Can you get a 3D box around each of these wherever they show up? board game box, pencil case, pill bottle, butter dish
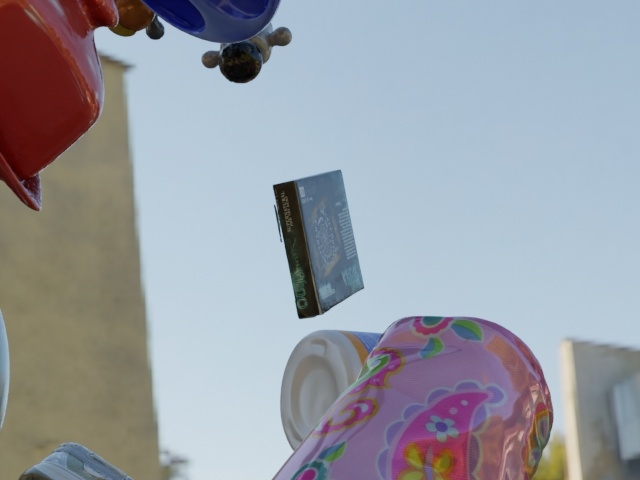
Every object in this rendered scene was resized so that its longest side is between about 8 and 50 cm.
[{"bbox_3d":[0.000,0.000,1.470,0.026,0.126,0.186,-10,3,15],"label":"board game box"},{"bbox_3d":[0.020,0.161,0.834,0.124,0.284,0.124,24,-39,21],"label":"pencil case"},{"bbox_3d":[0.104,0.182,1.731,0.272,0.152,0.152,6,-20,-34],"label":"pill bottle"},{"bbox_3d":[-0.181,-0.124,0.955,0.118,0.160,0.160,-28,-62,1],"label":"butter dish"}]

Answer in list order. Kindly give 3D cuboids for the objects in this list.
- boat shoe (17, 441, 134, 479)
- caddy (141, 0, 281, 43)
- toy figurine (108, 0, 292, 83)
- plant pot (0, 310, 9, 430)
[{"bbox_3d":[-0.196,0.337,1.768,0.320,0.103,0.118,26,-55,15],"label":"boat shoe"},{"bbox_3d":[-0.130,-0.346,1.400,0.241,0.341,0.179,-4,31,51],"label":"caddy"},{"bbox_3d":[-0.110,-0.287,1.659,0.213,0.148,0.209,28,-66,-9],"label":"toy figurine"},{"bbox_3d":[-0.384,0.149,1.244,0.290,0.195,0.290,-10,-59,-17],"label":"plant pot"}]
